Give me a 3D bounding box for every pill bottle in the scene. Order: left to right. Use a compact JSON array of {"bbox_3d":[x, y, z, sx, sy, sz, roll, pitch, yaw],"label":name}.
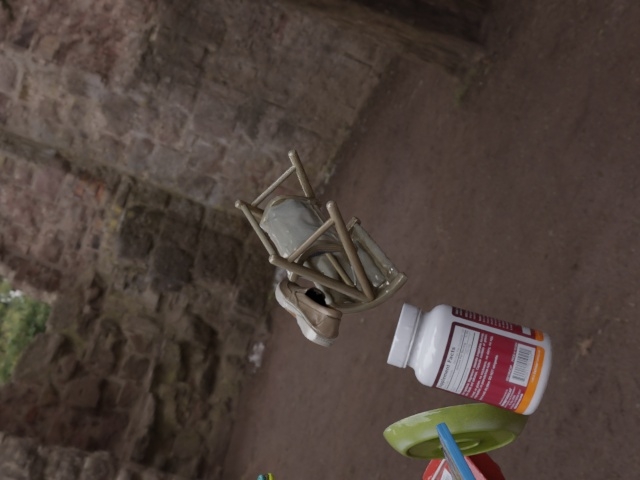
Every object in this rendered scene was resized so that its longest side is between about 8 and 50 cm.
[{"bbox_3d":[0.149,0.114,0.759,0.086,0.152,0.086,16,-90,-83],"label":"pill bottle"}]

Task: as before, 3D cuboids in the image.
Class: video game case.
[{"bbox_3d":[0.195,0.332,0.988,0.119,0.015,0.166,-116,4,-51],"label":"video game case"}]

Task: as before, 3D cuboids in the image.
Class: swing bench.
[{"bbox_3d":[0.000,0.000,1.465,0.165,0.254,0.253,-42,34,4],"label":"swing bench"}]

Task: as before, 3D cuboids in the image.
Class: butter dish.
[{"bbox_3d":[0.293,0.453,1.419,0.160,0.118,0.160,48,139,34],"label":"butter dish"}]

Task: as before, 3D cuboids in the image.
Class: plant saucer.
[{"bbox_3d":[0.224,0.318,1.225,0.241,0.240,0.037,124,145,-55],"label":"plant saucer"}]

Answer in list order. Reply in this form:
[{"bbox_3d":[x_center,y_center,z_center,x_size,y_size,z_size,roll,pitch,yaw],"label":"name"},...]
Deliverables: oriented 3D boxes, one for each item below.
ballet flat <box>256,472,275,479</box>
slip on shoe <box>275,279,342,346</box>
[{"bbox_3d":[-0.059,0.395,0.878,0.077,0.077,0.231,122,162,-56],"label":"ballet flat"},{"bbox_3d":[-0.012,0.070,0.841,0.041,0.051,0.135,-64,24,11],"label":"slip on shoe"}]
